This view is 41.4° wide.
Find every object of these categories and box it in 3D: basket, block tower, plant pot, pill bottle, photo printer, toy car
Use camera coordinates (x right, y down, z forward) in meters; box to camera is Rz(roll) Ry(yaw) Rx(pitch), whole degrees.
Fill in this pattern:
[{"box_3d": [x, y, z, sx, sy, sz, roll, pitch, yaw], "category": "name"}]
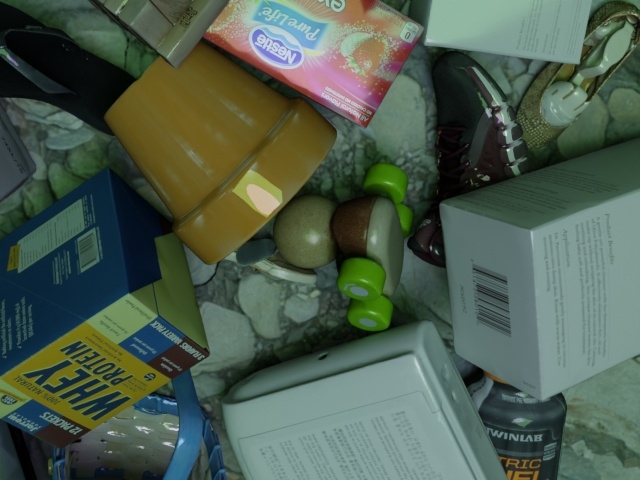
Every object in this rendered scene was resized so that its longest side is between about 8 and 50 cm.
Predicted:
[{"box_3d": [-0.203, 0.249, 0.971, 0.201, 0.255, 0.289, 17, 111, -22], "category": "basket"}, {"box_3d": [-0.248, -0.305, 0.817, 0.335, 0.097, 0.091, 37, 90, 13], "category": "block tower"}, {"box_3d": [-0.119, -0.111, 0.906, 0.205, 0.205, 0.188, -44, 103, 7], "category": "plant pot"}, {"box_3d": [0.243, 0.256, 1.083, 0.130, 0.130, 0.246, 0, 105, -6], "category": "pill bottle"}, {"box_3d": [0.041, 0.250, 1.027, 0.307, 0.107, 0.256, -22, 103, 26], "category": "photo printer"}, {"box_3d": [0.000, 0.000, 0.985, 0.188, 0.155, 0.149, 7, 150, 16], "category": "toy car"}]

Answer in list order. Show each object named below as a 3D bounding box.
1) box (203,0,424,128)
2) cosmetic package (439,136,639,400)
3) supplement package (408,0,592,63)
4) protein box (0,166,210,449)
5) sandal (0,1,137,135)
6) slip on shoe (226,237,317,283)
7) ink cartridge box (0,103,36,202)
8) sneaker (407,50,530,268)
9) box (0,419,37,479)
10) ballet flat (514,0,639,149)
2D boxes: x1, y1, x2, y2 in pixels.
[{"box_3d": [-0.034, -0.241, 0.919, 0.256, 0.123, 0.128, 28, 101, -13], "category": "box"}, {"box_3d": [0.331, 0.010, 0.946, 0.365, 0.155, 0.197, -17, 111, -25], "category": "cosmetic package"}, {"box_3d": [0.197, -0.262, 0.948, 0.179, 0.105, 0.105, 6, 105, -8], "category": "supplement package"}, {"box_3d": [-0.253, 0.071, 0.905, 0.201, 0.200, 0.136, -33, 135, 10], "category": "protein box"}, {"box_3d": [-0.280, -0.184, 0.876, 0.254, 0.054, 0.097, 15, 73, -48], "category": "sandal"}, {"box_3d": [-0.064, 0.017, 1.029, 0.135, 0.051, 0.041, 19, 91, -5], "category": "slip on shoe"}, {"box_3d": [-0.477, -0.086, 0.875, 0.270, 0.197, 0.198, -26, 106, 0], "category": "ink cartridge box"}, {"box_3d": [0.157, -0.064, 0.983, 0.162, 0.106, 0.282, -30, 107, -11], "category": "sneaker"}, {"box_3d": [-0.388, 0.258, 0.966, 0.103, 0.184, 0.261, -18, 102, -21], "category": "box"}, {"box_3d": [0.306, -0.194, 0.998, 0.073, 0.067, 0.206, 31, 100, -13], "category": "ballet flat"}]
